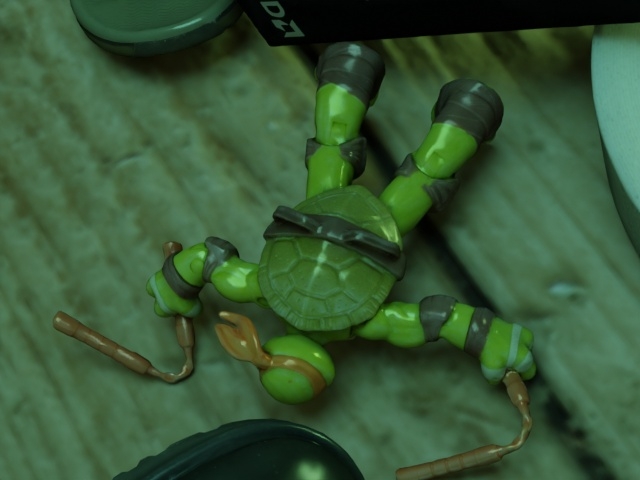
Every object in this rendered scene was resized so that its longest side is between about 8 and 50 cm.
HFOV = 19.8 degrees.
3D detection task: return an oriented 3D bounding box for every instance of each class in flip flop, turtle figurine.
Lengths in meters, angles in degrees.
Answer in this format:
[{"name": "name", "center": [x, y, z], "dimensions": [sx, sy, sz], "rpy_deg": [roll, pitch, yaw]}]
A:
[{"name": "flip flop", "center": [-0.116, -0.225, 1.143], "dimensions": [0.112, 0.080, 0.277], "rpy_deg": [-15, 57, 6]}, {"name": "turtle figurine", "center": [0.000, 0.000, 0.970], "dimensions": [0.269, 0.087, 0.217], "rpy_deg": [11, 63, 21]}]

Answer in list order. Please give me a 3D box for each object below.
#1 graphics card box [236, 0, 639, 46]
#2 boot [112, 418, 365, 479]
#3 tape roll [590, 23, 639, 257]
[{"name": "graphics card box", "center": [0.136, -0.225, 1.000], "dimensions": [0.371, 0.094, 0.233], "rpy_deg": [1, 54, 35]}, {"name": "boot", "center": [-0.030, 0.240, 0.648], "dimensions": [0.367, 0.146, 0.445], "rpy_deg": [-43, 19, -17]}, {"name": "tape roll", "center": [0.336, -0.086, 0.942], "dimensions": [0.392, 0.072, 0.392], "rpy_deg": [-6, 58, 10]}]
